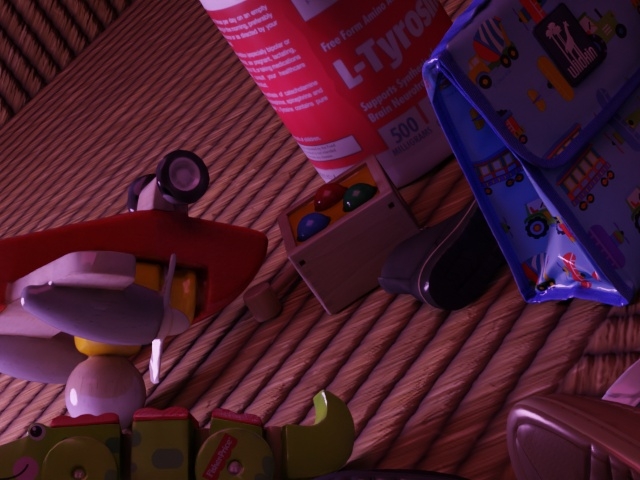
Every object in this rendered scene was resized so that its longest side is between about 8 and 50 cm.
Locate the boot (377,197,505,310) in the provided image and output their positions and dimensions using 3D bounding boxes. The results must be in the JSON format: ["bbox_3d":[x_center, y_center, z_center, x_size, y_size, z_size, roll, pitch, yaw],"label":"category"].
[{"bbox_3d":[0.144,-0.018,1.620,0.198,0.077,0.137,-40,16,-16],"label":"boot"}]

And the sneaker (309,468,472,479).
[{"bbox_3d":[0.004,0.223,1.244,0.340,0.125,0.139,-12,8,28],"label":"sneaker"}]

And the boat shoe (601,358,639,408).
[{"bbox_3d":[0.197,0.184,1.068,0.102,0.108,0.301,27,60,40],"label":"boat shoe"}]

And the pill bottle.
[{"bbox_3d":[0.003,-0.268,1.887,0.229,0.408,0.229,-30,22,14],"label":"pill bottle"}]

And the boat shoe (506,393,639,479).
[{"bbox_3d":[0.255,0.168,0.932,0.110,0.122,0.341,-34,43,-31],"label":"boat shoe"}]

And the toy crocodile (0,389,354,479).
[{"bbox_3d":[-0.140,0.184,1.406,0.340,0.105,0.115,-2,-18,-1],"label":"toy crocodile"}]

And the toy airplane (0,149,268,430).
[{"bbox_3d":[-0.275,0.079,1.761,0.384,0.273,0.386,-18,-5,20],"label":"toy airplane"}]

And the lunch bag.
[{"bbox_3d":[0.211,-0.125,1.431,0.221,0.293,0.138,-46,23,-26],"label":"lunch bag"}]

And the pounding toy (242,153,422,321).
[{"bbox_3d":[-0.006,0.000,1.770,0.206,0.094,0.181,-33,21,5],"label":"pounding toy"}]
